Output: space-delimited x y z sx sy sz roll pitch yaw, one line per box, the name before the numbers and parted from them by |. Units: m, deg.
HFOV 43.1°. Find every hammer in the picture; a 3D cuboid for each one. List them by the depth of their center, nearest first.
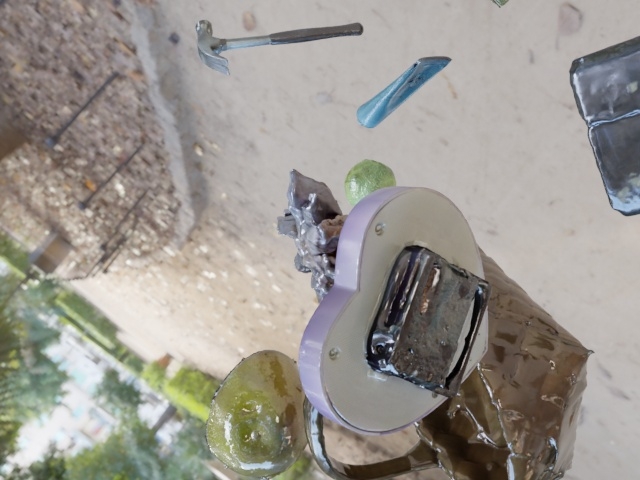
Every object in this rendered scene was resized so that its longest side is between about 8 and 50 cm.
hammer | -0.056 -0.292 1.183 0.029 0.246 0.103 90 170 -51

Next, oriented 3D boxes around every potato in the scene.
potato | -0.075 0.286 1.261 0.182 0.202 0.117 31 176 -23

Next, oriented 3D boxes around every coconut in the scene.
coconut | 0.081 -0.095 1.377 0.096 0.088 0.088 12 153 38

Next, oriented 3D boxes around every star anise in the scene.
star anise | 0.000 0.000 1.216 0.229 0.093 0.236 67 167 0

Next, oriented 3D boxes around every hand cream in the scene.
hand cream | 0.137 -0.265 1.448 0.224 0.083 0.048 -35 71 51

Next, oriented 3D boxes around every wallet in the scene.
wallet | 0.395 -0.132 0.718 0.321 0.044 0.170 -16 105 35

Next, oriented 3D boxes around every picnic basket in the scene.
picnic basket | 0.124 0.188 1.015 0.337 0.337 0.293 25 135 35

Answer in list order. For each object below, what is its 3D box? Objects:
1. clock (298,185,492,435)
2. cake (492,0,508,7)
clock | 0.079 0.063 0.644 0.172 0.198 0.064 27 170 -35
cake | 0.227 -0.433 1.153 0.100 0.099 0.235 34 -156 -27
